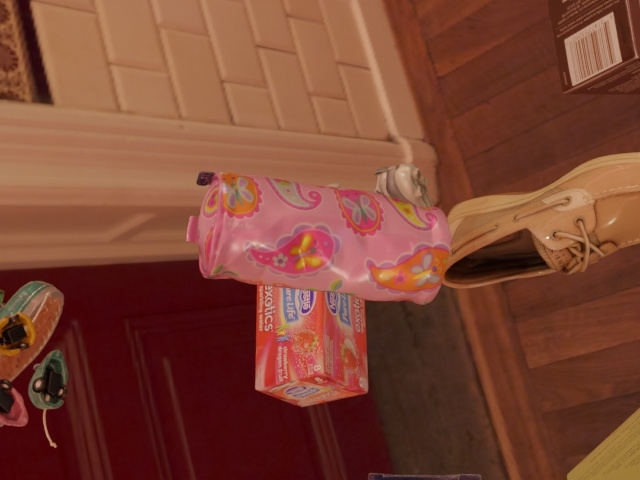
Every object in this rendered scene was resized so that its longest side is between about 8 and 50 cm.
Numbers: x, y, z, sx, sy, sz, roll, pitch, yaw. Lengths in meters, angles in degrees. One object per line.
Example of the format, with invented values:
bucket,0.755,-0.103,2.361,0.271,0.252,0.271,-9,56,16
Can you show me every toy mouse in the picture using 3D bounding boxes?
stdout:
toy mouse,-0.307,0.150,0.882,0.031,0.161,0.143,-13,105,25

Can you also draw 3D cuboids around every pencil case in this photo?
pencil case,0.000,0.000,0.956,0.124,0.284,0.124,-173,90,-73

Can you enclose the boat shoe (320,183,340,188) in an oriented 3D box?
boat shoe,-0.010,-0.084,1.653,0.046,0.125,0.038,-10,91,47

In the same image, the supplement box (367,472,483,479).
supplement box,0.212,0.554,1.480,0.194,0.356,0.195,-5,53,20

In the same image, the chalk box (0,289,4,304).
chalk box,-0.647,0.123,1.435,0.132,0.213,0.132,11,81,8

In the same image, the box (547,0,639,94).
box,0.488,-0.328,1.328,0.168,0.203,0.167,156,107,-64

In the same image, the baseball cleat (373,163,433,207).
baseball cleat,0.144,-0.038,1.419,0.109,0.072,0.206,-4,122,29

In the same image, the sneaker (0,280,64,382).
sneaker,-0.472,0.155,1.148,0.121,0.108,0.302,41,95,12

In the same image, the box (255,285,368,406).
box,-0.014,0.110,1.321,0.128,0.122,0.257,-17,59,30

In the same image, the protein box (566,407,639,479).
protein box,0.380,0.279,0.904,0.136,0.201,0.200,38,111,0

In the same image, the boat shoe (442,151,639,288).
boat shoe,0.297,-0.007,1.030,0.341,0.121,0.110,-17,37,39
